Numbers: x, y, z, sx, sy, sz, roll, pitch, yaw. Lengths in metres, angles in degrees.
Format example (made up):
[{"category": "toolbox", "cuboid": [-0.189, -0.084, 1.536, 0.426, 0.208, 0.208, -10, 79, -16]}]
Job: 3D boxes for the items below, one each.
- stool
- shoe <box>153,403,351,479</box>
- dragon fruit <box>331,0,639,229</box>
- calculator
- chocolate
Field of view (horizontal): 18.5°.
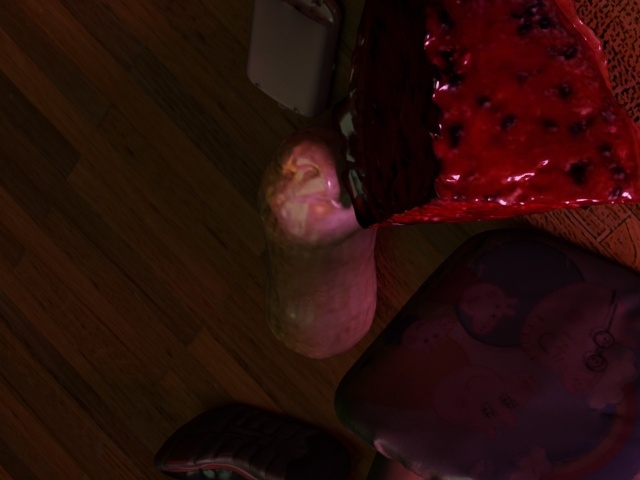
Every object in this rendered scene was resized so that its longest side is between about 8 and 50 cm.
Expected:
[{"category": "stool", "cuboid": [0.208, 0.186, 1.873, 0.310, 0.310, 0.226, 27, 145, 30]}, {"category": "shoe", "cuboid": [-0.072, 0.291, 2.418, 0.291, 0.114, 0.137, 10, 133, 37]}, {"category": "dragon fruit", "cuboid": [0.150, -0.136, 1.831, 0.329, 0.228, 0.286, 134, 128, -73]}, {"category": "calculator", "cuboid": [-0.029, -0.199, 2.000, 0.100, 0.032, 0.175, 34, 141, 21]}, {"category": "chocolate", "cuboid": [0.000, 0.000, 2.071, 0.134, 0.134, 0.309, 28, 143, 27]}]
